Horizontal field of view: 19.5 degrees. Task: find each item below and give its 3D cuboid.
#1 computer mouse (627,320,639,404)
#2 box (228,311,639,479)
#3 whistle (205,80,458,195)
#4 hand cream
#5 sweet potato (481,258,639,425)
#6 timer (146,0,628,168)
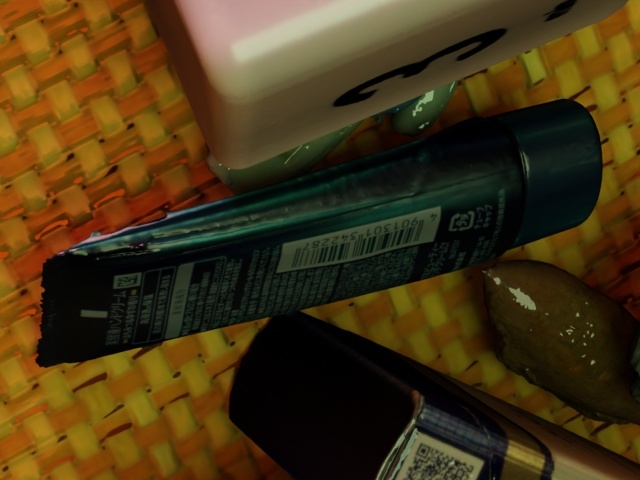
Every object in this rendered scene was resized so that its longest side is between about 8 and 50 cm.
[{"bbox_3d":[0.218,0.014,0.955,0.192,0.062,0.106,-33,135,-23],"label":"computer mouse"},{"bbox_3d":[0.097,0.123,0.901,0.259,0.168,0.071,24,93,-26],"label":"box"},{"bbox_3d":[0.041,-0.106,0.855,0.236,0.077,0.114,-45,128,0],"label":"whistle"},{"bbox_3d":[0.000,0.000,0.866,0.270,0.120,0.061,-18,69,-18],"label":"hand cream"},{"bbox_3d":[0.142,0.062,0.964,0.206,0.060,0.068,34,128,-31],"label":"sweet potato"},{"bbox_3d":[0.013,-0.159,0.718,0.195,0.192,0.194,-22,85,-5],"label":"timer"}]
